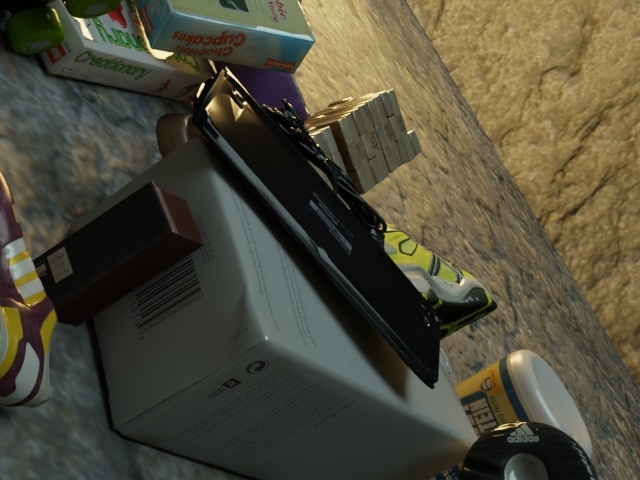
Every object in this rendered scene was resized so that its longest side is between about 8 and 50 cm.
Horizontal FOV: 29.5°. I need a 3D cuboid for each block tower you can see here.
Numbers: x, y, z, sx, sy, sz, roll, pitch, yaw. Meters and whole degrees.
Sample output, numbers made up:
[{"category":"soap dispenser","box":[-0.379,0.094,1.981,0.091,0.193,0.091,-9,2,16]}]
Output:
[{"category":"block tower","box":[-0.010,-0.077,1.342,0.335,0.091,0.097,-35,110,-53]}]

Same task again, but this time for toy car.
[{"category":"toy car","box":[-0.290,-0.260,1.054,0.188,0.149,0.155,-8,76,-58]}]

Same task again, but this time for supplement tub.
[{"category":"supplement tub","box":[0.179,0.225,1.334,0.144,0.199,0.144,49,19,-23]}]

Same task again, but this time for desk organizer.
[{"category":"desk organizer","box":[-0.158,0.013,0.927,0.050,0.130,0.047,26,35,-62]}]

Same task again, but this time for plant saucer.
[{"category":"plant saucer","box":[-0.116,-0.077,1.354,0.168,0.029,0.168,50,18,-23]}]

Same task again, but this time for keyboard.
[{"category":"keyboard","box":[0.003,-0.023,1.079,0.317,0.033,0.201,50,22,-16]}]

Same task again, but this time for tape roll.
[{"category":"tape roll","box":[-0.073,-0.195,1.497,0.189,0.080,0.189,-23,90,-86]}]

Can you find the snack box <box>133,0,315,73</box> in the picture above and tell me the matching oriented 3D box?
[{"category":"snack box","box":[-0.141,-0.335,1.384,0.187,0.060,0.322,4,50,-36]}]

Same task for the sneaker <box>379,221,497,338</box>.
[{"category":"sneaker","box":[0.111,0.047,1.557,0.384,0.145,0.147,23,38,-63]}]

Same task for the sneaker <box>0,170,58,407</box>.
[{"category":"sneaker","box":[-0.226,0.030,0.840,0.084,0.069,0.185,48,24,-52]}]

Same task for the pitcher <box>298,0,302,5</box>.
[{"category":"pitcher","box":[-0.147,-0.338,1.579,0.207,0.177,0.125,26,60,-26]}]

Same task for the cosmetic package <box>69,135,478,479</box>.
[{"category":"cosmetic package","box":[-0.028,0.093,1.098,0.385,0.156,0.217,36,27,-50]}]

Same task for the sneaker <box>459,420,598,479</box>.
[{"category":"sneaker","box":[0.201,0.417,1.123,0.257,0.169,0.448,79,11,-63]}]

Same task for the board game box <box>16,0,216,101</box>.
[{"category":"board game box","box":[-0.233,-0.253,1.303,0.193,0.053,0.305,61,18,9]}]

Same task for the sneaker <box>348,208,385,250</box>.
[{"category":"sneaker","box":[0.000,0.000,1.359,0.058,0.152,0.085,109,-11,-58]}]
